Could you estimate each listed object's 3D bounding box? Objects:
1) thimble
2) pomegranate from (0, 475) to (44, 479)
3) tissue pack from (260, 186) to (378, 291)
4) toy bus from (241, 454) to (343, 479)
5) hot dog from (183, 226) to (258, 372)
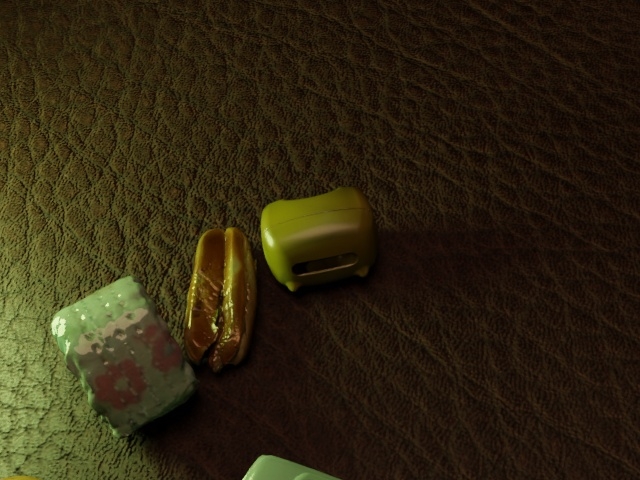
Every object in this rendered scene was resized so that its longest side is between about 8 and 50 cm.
[{"bbox_3d":[-0.274,0.169,1.514,0.149,0.185,0.211,-29,65,-11],"label":"thimble"},{"bbox_3d":[-0.366,0.397,1.315,0.215,0.215,0.215,-6,49,7],"label":"pomegranate"},{"bbox_3d":[0.000,0.000,1.640,0.178,0.123,0.127,-12,45,0],"label":"tissue pack"},{"bbox_3d":[0.007,0.361,1.300,0.271,0.165,0.133,15,54,22],"label":"toy bus"},{"bbox_3d":[-0.149,0.084,1.635,0.109,0.072,0.270,-2,51,7],"label":"hot dog"}]
